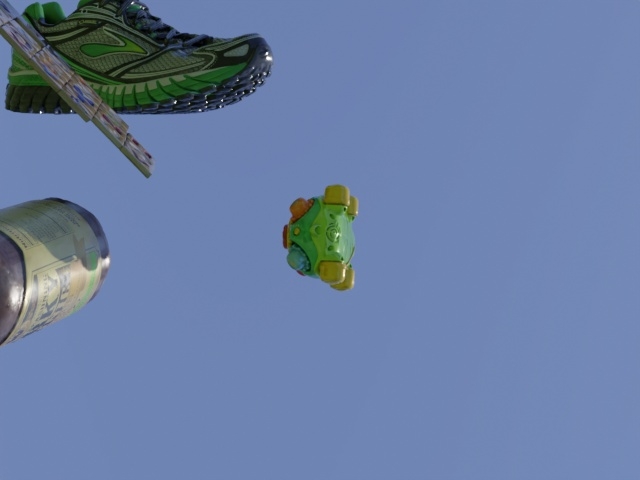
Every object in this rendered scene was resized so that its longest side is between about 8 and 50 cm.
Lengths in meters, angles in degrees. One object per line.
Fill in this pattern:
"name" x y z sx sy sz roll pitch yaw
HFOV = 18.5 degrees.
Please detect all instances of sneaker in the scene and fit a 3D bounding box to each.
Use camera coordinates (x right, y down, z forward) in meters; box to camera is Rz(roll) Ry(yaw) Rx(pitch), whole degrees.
"sneaker" -0.210 -0.211 2.170 0.344 0.134 0.146 3 -85 28

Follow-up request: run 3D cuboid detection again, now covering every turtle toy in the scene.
"turtle toy" 0.000 0.000 1.861 0.066 0.130 0.095 2 -99 10

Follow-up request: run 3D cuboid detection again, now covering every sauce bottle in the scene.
"sauce bottle" -0.278 0.037 1.600 0.111 0.344 0.111 3 -80 15

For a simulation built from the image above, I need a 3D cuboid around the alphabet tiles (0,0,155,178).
"alphabet tiles" -0.245 -0.153 1.891 0.009 0.237 0.198 -44 -171 4
